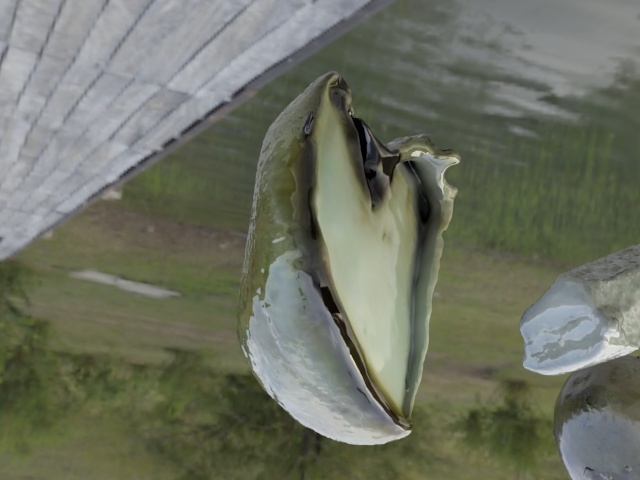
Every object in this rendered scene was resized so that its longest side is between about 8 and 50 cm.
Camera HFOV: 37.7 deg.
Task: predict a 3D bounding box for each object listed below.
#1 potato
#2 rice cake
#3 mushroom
[{"bbox_3d":[0.321,0.225,0.945,0.165,0.165,0.262,3,143,32],"label":"potato"},{"bbox_3d":[0.198,0.026,0.549,0.256,0.052,0.057,-13,157,-47],"label":"rice cake"},{"bbox_3d":[-0.007,-0.001,0.813,0.212,0.292,0.217,-10,134,44],"label":"mushroom"}]
